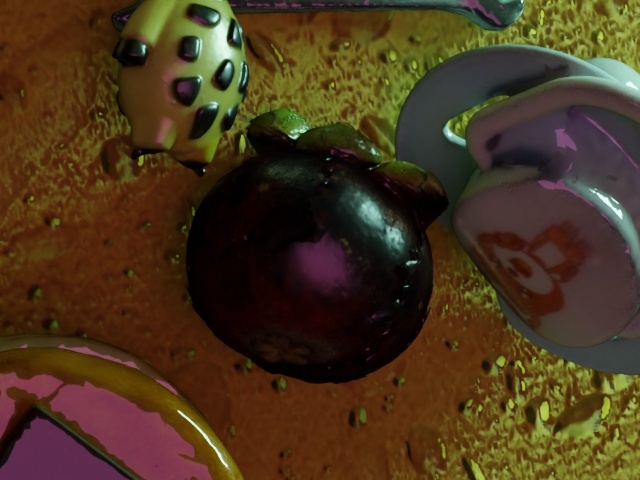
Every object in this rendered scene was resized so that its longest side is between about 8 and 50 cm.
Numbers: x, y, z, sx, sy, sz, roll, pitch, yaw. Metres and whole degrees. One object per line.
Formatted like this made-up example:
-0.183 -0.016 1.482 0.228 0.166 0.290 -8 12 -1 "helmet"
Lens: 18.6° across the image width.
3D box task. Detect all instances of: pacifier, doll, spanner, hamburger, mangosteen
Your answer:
0.194 -0.045 1.345 0.279 0.227 0.207 51 40 -17 "pacifier"
-0.073 -0.188 1.255 0.117 0.086 0.291 16 82 -56 "doll"
-0.002 -0.174 1.328 0.302 0.017 0.071 -3 93 -17 "spanner"
-0.173 0.195 1.207 0.291 0.225 0.291 0 91 -14 "hamburger"
0.000 0.000 1.284 0.166 0.166 0.180 24 68 -19 "mangosteen"
